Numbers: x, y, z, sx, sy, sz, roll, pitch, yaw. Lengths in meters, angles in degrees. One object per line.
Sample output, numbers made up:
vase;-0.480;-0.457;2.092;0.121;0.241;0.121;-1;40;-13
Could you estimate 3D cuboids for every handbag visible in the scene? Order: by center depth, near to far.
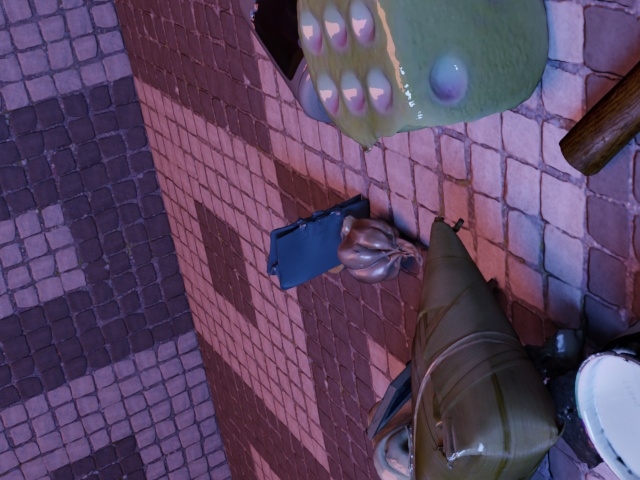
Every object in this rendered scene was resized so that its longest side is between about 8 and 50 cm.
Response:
handbag;0.000;0.000;1.761;0.057;0.221;0.144;47;148;38

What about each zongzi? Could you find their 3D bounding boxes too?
zongzi;0.198;0.248;1.329;0.447;0.181;0.418;98;165;-50

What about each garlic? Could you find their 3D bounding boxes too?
garlic;0.122;0.027;1.669;0.194;0.127;0.131;16;170;42

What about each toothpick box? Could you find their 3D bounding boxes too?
toothpick box;-0.002;-0.370;1.482;0.316;0.229;0.229;58;155;27

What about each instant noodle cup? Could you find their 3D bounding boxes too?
instant noodle cup;0.429;0.179;1.021;0.251;0.190;0.251;48;150;39

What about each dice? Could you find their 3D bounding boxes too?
dice;0.135;-0.275;1.189;0.252;0.249;0.254;11;121;63

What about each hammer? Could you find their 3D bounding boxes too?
hammer;0.370;-0.174;0.976;0.242;0.095;0.409;61;158;14

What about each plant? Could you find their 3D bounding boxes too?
plant;0.369;0.209;1.242;0.131;0.142;0.203;95;158;-60

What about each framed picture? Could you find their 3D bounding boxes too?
framed picture;0.182;0.198;1.476;0.019;0.281;0.209;39;150;17

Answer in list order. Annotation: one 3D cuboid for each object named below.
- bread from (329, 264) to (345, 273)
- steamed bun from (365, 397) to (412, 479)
bread;0.019;0.019;1.974;0.193;0.036;0.112;10;124;59
steamed bun;0.239;0.402;1.563;0.346;0.237;0.394;60;-175;-51
